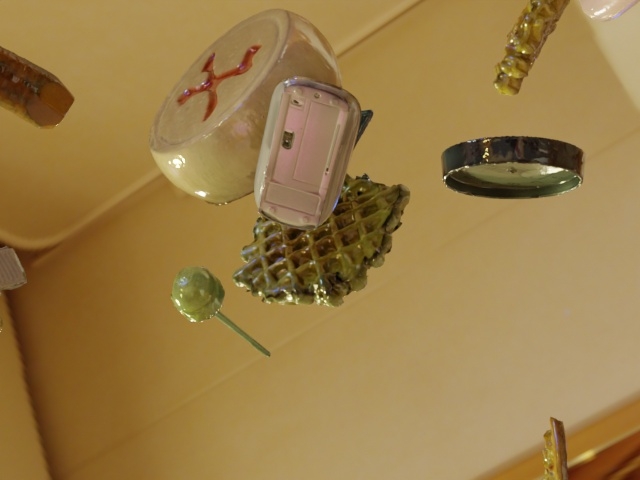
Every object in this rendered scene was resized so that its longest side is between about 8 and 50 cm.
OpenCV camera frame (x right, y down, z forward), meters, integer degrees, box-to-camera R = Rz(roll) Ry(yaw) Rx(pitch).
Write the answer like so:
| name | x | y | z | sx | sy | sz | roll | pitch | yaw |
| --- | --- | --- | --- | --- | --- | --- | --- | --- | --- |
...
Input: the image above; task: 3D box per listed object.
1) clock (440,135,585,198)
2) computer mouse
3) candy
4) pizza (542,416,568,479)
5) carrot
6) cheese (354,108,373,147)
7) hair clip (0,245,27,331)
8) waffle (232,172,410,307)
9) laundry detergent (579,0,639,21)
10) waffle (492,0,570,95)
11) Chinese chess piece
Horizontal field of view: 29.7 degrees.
| name | x | y | z | sx | sy | sz | roll | pitch | yaw |
| --- | --- | --- | --- | --- | --- | --- | --- | --- | --- |
| clock | 0.286 | -0.106 | 1.802 | 0.215 | 0.214 | 0.042 | 26 | -116 | -62 |
| computer mouse | -0.021 | -0.121 | 1.648 | 0.125 | 0.245 | 0.056 | 15 | -140 | 1 |
| candy | -0.165 | 0.143 | 2.164 | 0.093 | 0.092 | 0.335 | 17 | 162 | 31 |
| pizza | 0.272 | 0.270 | 1.420 | 0.108 | 0.026 | 0.123 | 74 | -165 | -78 |
| carrot | -0.641 | -0.333 | 2.416 | 0.301 | 0.114 | 0.114 | 31 | -154 | -21 |
| cheese | -0.021 | -0.170 | 2.011 | 0.083 | 0.204 | 0.320 | 38 | 162 | -25 |
| hair clip | -0.416 | 0.049 | 1.343 | 0.159 | 0.071 | 0.218 | 54 | -156 | 16 |
| waffle | 0.000 | 0.000 | 2.122 | 0.297 | 0.317 | 0.073 | -57 | -49 | -26 |
| laundry detergent | 0.478 | -0.425 | 1.685 | 0.087 | 0.159 | 0.335 | 25 | 161 | -10 |
| waffle | 0.268 | -0.259 | 1.568 | 0.051 | 0.149 | 0.194 | 31 | -169 | 5 |
| Chinese chess piece | -0.120 | -0.214 | 1.931 | 0.140 | 0.338 | 0.338 | 42 | -158 | -27 |
